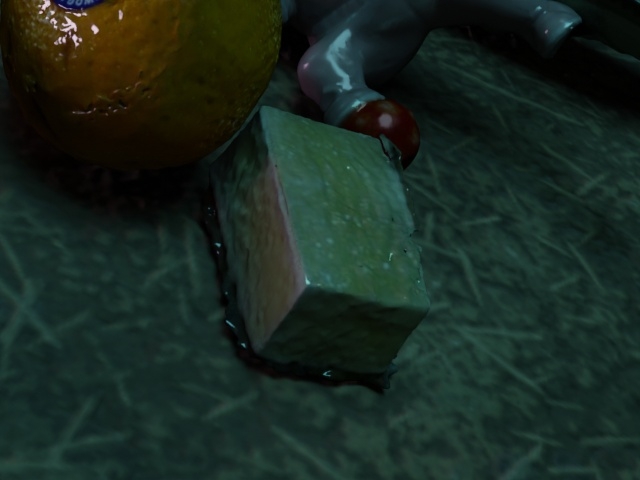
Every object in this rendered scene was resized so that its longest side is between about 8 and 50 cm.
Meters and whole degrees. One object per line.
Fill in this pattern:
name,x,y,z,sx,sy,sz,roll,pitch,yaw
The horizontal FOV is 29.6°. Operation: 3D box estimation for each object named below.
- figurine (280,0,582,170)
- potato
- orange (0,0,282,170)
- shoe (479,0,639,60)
figurine,-0.004,-0.179,0.665,0.287,0.176,0.186,52,21,9
potato,0.000,0.002,0.543,0.086,0.061,0.122,9,42,-24
orange,-0.081,-0.096,0.552,0.135,0.117,0.136,-4,71,12
shoe,0.148,-0.172,0.795,0.275,0.098,0.103,29,46,-1
